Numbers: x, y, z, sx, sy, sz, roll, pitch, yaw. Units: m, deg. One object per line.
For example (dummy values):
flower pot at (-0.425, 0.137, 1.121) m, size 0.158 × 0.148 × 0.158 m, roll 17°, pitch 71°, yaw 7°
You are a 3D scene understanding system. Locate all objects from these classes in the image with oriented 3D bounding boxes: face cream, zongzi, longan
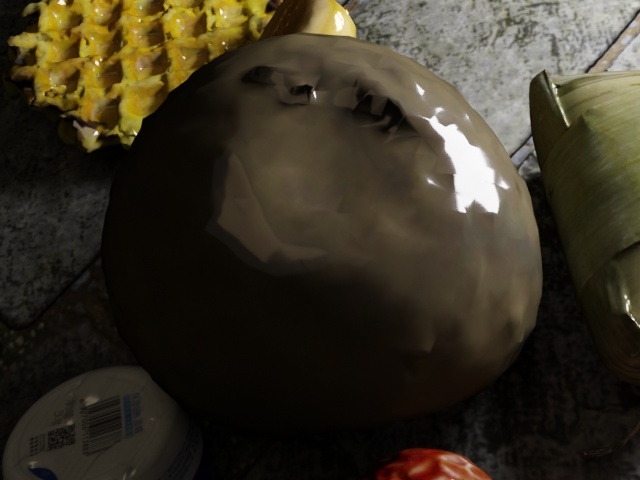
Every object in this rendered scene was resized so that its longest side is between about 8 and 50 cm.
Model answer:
face cream at (-0.226, 0.230, 1.199) m, size 0.205 × 0.111 × 0.206 m, roll -13°, pitch 36°, yaw 10°
zongzi at (0.421, -0.001, 1.122) m, size 0.418 × 0.181 × 0.447 m, roll -13°, pitch 59°, yaw 10°
longan at (-0.006, -0.008, 1.138) m, size 0.435 × 0.404 × 0.404 m, roll -7°, pitch 58°, yaw 20°

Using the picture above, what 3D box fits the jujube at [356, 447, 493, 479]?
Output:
jujube at (0.079, 0.305, 1.031) m, size 0.232 × 0.213 × 0.213 m, roll -45°, pitch 57°, yaw -4°

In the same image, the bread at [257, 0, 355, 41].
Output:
bread at (-0.060, -0.165, 1.401) m, size 0.142 × 0.091 × 0.305 m, roll 25°, pitch 82°, yaw 50°

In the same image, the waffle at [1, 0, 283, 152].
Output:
waffle at (-0.234, -0.278, 1.556) m, size 0.379 × 0.095 × 0.382 m, roll 33°, pitch 72°, yaw 31°
